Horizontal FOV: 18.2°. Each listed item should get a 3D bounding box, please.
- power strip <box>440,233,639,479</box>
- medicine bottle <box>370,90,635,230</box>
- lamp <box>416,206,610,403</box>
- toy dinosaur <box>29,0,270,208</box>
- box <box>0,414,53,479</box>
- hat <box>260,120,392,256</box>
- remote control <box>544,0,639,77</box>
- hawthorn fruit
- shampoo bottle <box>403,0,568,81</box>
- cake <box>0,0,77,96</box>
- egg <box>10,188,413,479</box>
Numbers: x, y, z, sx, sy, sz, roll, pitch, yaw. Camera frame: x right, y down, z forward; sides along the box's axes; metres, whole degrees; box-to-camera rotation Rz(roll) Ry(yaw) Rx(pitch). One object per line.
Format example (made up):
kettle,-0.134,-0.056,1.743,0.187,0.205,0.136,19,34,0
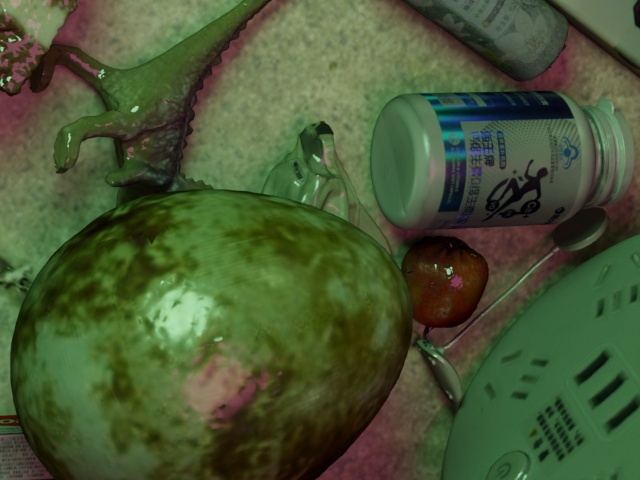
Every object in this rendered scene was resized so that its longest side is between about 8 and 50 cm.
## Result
power strip,0.273,0.150,1.539,0.161,0.357,0.357,43,85,-26
medicine bottle,0.144,-0.064,1.561,0.192,0.107,0.107,-3,104,-22
lamp,0.165,0.049,1.630,0.198,0.050,0.056,-39,111,-7
toy dinosaur,-0.112,-0.107,1.478,0.200,0.072,0.251,7,92,-32
box,-0.158,0.154,1.520,0.218,0.055,0.039,0,102,-22
hat,0.007,0.002,1.551,0.081,0.122,0.166,-15,133,27
remote control,0.326,-0.175,1.640,0.344,0.050,0.145,34,89,-26
hawthorn fruit,0.098,0.034,1.589,0.077,0.077,0.077,-6,105,-21
shampoo bottle,0.094,-0.200,1.528,0.214,0.072,0.072,32,90,-25
cake,-0.228,-0.199,1.361,0.135,0.134,0.147,37,94,-28
egg,-0.075,0.078,1.407,0.289,0.238,0.238,-20,110,-17
